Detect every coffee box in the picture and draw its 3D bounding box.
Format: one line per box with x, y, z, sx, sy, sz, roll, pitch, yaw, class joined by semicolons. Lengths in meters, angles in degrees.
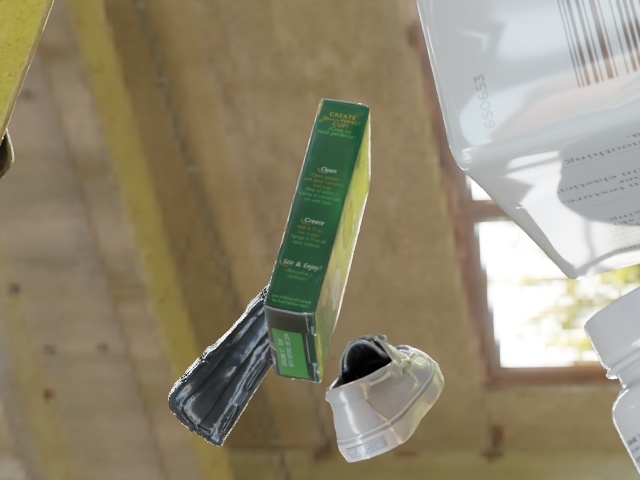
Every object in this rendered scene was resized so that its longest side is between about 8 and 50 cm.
0.000;0.000;1.375;0.113;0.040;0.184;85;-162;-60;coffee box

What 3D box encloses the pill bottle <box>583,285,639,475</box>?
0.329;0.163;1.457;0.283;0.160;0.160;64;-159;13;pill bottle

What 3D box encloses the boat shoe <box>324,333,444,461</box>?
0.038;0.098;1.304;0.063;0.066;0.184;68;-159;-8;boat shoe

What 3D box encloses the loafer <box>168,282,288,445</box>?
-0.048;0.098;1.757;0.078;0.223;0.076;43;-178;-6;loafer

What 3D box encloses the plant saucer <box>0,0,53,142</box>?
-0.255;0.003;1.030;0.333;0.081;0.333;-71;15;-11;plant saucer

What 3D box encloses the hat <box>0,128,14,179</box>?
-0.310;-0.064;1.317;0.134;0.331;0.331;57;-149;-7;hat

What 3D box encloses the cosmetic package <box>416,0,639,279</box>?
0.267;-0.197;1.410;0.393;0.329;0.327;36;-140;-67;cosmetic package
